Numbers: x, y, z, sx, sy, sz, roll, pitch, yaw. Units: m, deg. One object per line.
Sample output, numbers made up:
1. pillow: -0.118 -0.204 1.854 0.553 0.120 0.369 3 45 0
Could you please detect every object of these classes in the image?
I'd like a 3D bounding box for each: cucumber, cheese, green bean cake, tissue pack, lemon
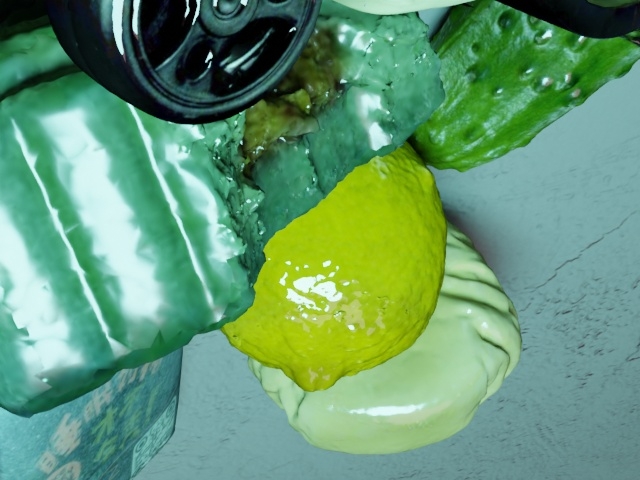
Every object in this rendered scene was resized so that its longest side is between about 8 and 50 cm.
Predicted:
1. cucumber: 0.133 -0.127 0.939 0.134 0.134 0.244 13 141 -34
2. cheese: 0.050 0.078 1.070 0.226 0.214 0.117 -22 146 -7
3. green bean cake: -0.085 -0.079 0.698 0.308 0.300 0.169 -23 115 -8
4. tissue pack: -0.203 0.119 1.020 0.228 0.103 0.315 -46 158 -37
5. lemon: 0.000 0.000 0.946 0.192 0.231 0.192 3 155 1

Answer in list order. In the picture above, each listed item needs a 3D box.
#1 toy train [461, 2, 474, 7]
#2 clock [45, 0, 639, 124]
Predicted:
1. toy train: 0.112 -0.263 0.674 0.189 0.126 0.307 -21 136 11
2. clock: 0.065 -0.203 0.525 0.379 0.120 0.276 -17 126 -41
